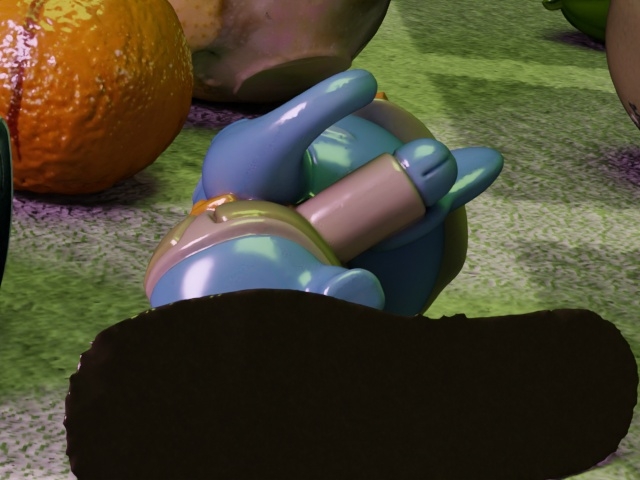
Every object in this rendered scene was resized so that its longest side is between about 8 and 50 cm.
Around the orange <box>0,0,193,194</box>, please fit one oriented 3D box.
[{"bbox_3d":[-0.181,-0.118,1.149,0.193,0.161,0.193,1,19,0],"label":"orange"}]

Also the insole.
[{"bbox_3d":[0.030,0.075,0.738,0.328,0.111,0.007,0,0,-38],"label":"insole"}]

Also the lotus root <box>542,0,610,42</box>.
[{"bbox_3d":[0.326,-0.288,1.864,0.186,0.186,0.186,6,18,-2],"label":"lotus root"}]

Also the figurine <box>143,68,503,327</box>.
[{"bbox_3d":[0.001,0.004,0.847,0.154,0.180,0.262,35,11,-7],"label":"figurine"}]

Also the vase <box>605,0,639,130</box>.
[{"bbox_3d":[0.404,-0.118,1.315,0.329,0.241,0.302,25,18,-36],"label":"vase"}]

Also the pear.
[{"bbox_3d":[-0.070,-0.239,1.406,0.271,0.271,0.271,6,18,-2],"label":"pear"}]

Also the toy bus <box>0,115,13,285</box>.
[{"bbox_3d":[-0.287,-0.026,0.883,0.271,0.133,0.165,11,15,20],"label":"toy bus"}]
